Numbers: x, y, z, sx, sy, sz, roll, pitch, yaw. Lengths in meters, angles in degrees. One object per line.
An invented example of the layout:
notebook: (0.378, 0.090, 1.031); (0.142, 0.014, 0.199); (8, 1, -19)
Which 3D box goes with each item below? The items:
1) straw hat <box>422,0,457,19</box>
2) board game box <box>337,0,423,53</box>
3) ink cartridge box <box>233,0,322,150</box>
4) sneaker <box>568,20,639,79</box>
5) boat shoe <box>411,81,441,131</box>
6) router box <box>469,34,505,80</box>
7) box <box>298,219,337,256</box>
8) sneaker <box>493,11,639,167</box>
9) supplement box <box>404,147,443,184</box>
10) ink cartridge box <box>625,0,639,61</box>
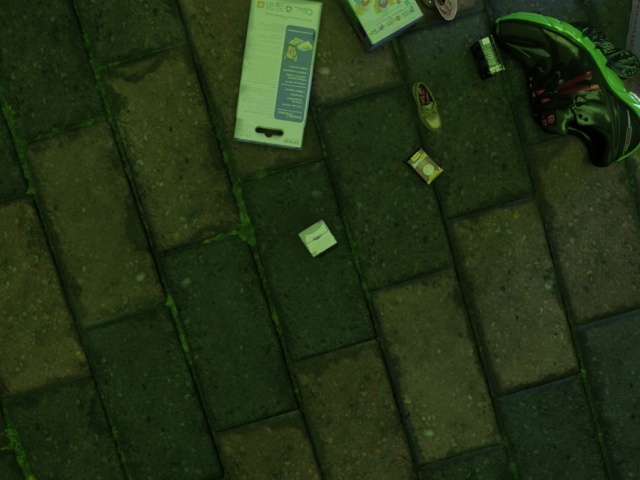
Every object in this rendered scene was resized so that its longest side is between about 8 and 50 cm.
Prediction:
straw hat: (0.285, -0.618, 1.802); (0.061, 0.145, 0.144); (-2, 97, 38)
board game box: (0.112, -0.621, 1.758); (0.144, 0.142, 0.275); (-30, 96, 1)
ink cartridge box: (-0.107, -0.421, 1.809); (0.176, 0.069, 0.370); (8, 93, -3)
sneaker: (0.705, -0.474, 1.829); (0.211, 0.081, 0.080); (44, 94, 12)
boat shoe: (0.271, -0.341, 1.839); (0.050, 0.045, 0.135); (-27, 96, 1)
router box: (0.414, -0.453, 1.795); (0.038, 0.122, 0.092); (-23, 95, 5)
box: (0.000, 0.000, 1.723); (0.067, 0.324, 0.063); (-33, 87, 2)
sneaker: (0.603, -0.371, 1.779); (0.483, 0.185, 0.202); (43, 89, -4)
supplement box: (0.266, -0.191, 1.854); (0.083, 0.043, 0.055); (44, 94, -5)
ink cartridge box: (0.866, -0.546, 1.708); (0.131, 0.306, 0.226); (8, 96, -3)
